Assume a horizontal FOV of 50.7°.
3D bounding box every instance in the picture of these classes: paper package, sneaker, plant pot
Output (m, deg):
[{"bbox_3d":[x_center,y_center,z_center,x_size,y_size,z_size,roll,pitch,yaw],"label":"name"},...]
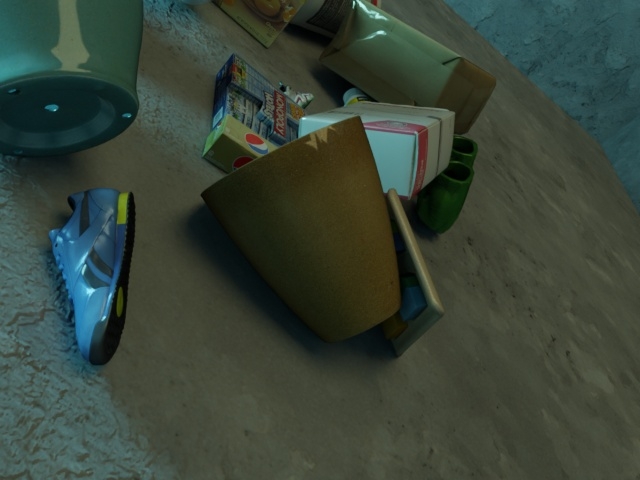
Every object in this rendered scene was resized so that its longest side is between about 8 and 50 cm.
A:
[{"bbox_3d":[0.207,-0.390,1.549,0.309,0.168,0.325,37,20,19],"label":"paper package"},{"bbox_3d":[-0.055,-0.286,1.321,0.069,0.038,0.098,46,30,-3],"label":"sneaker"},{"bbox_3d":[-0.318,-0.241,0.747,0.272,0.272,0.255,0,69,-51],"label":"plant pot"},{"bbox_3d":[-0.243,0.034,0.703,0.082,0.069,0.209,1,55,-9],"label":"sneaker"},{"bbox_3d":[0.000,0.000,0.909,0.237,0.237,0.254,-29,95,-59],"label":"plant pot"}]

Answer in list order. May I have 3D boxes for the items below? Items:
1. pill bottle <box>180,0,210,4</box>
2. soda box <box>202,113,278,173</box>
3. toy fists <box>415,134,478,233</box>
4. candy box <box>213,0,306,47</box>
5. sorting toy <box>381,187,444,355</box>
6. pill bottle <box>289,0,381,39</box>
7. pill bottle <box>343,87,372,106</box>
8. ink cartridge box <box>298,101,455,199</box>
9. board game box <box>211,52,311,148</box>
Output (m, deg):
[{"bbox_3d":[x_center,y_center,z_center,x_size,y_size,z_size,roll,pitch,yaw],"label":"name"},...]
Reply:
[{"bbox_3d":[-0.260,-0.541,1.153,0.161,0.161,0.283,60,5,21],"label":"pill bottle"},{"bbox_3d":[-0.091,-0.116,1.058,0.181,0.058,0.061,32,33,-23],"label":"soda box"},{"bbox_3d":[0.262,-0.116,1.426,0.096,0.142,0.279,17,31,6],"label":"toy fists"},{"bbox_3d":[-0.167,-0.571,1.368,0.316,0.183,0.087,39,31,-14],"label":"candy box"},{"bbox_3d":[0.104,0.053,0.985,0.038,0.208,0.193,-12,67,-15],"label":"sorting toy"},{"bbox_3d":[-0.012,-0.584,1.585,0.318,0.176,0.176,0,54,-52],"label":"pill bottle"},{"bbox_3d":[0.087,-0.275,1.460,0.065,0.065,0.116,17,41,-41],"label":"pill bottle"},{"bbox_3d":[0.109,-0.171,1.209,0.207,0.117,0.283,10,20,21],"label":"ink cartridge box"},{"bbox_3d":[-0.088,-0.206,1.165,0.194,0.060,0.194,28,35,-28],"label":"board game box"}]
